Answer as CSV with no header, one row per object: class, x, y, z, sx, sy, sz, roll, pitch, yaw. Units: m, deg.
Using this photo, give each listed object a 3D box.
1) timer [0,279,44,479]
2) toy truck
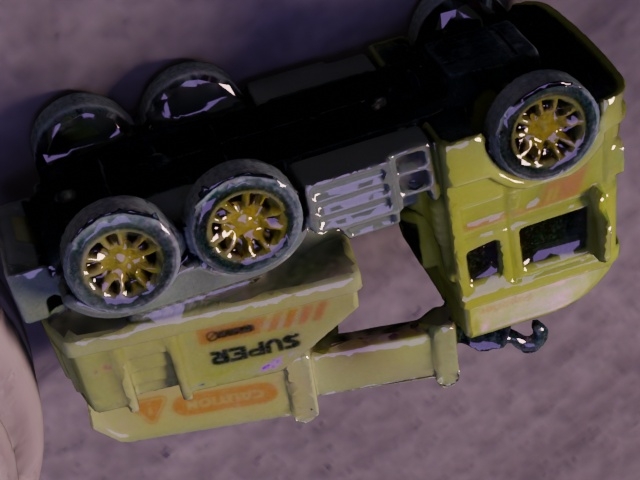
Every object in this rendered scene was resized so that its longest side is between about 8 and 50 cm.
timer,-0.213,0.053,0.413,0.237,0.087,0.262,-39,126,10
toy truck,0.000,0.000,0.458,0.169,0.077,0.100,-17,125,-9
